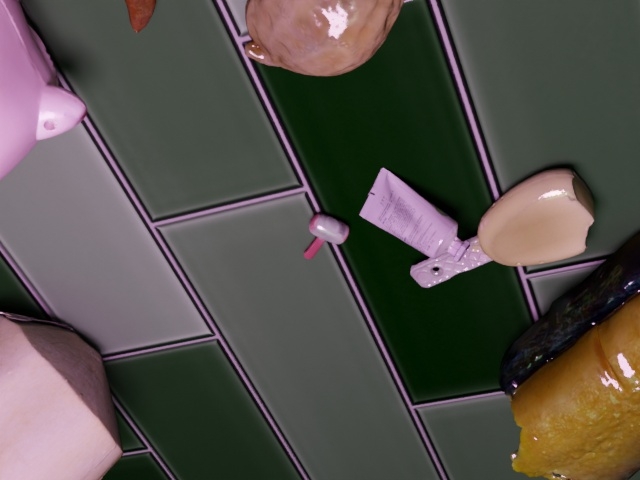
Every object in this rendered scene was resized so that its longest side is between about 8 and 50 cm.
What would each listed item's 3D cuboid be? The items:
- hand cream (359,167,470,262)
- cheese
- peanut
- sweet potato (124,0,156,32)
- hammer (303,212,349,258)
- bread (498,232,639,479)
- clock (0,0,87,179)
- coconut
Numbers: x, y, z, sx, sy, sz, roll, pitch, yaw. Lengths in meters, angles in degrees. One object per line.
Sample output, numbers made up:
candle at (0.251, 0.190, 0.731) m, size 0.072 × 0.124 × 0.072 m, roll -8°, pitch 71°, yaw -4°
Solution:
hand cream at (0.121, -0.023, 1.272) m, size 0.142 × 0.053 × 0.084 m, roll 35°, pitch 131°, yaw 12°
cheese at (0.228, 0.001, 1.291) m, size 0.255 × 0.050 × 0.127 m, roll -28°, pitch 125°, yaw 29°
peanut at (0.030, -0.264, 1.005) m, size 0.143 × 0.159 × 0.291 m, roll 8°, pitch 138°, yaw -36°
sweet potato at (-0.227, -0.321, 1.050) m, size 0.078 × 0.058 × 0.255 m, roll -4°, pitch 136°, yaw 32°
hammer at (0.000, 0.000, 1.329) m, size 0.053 × 0.031 × 0.083 m, roll 25°, pitch 136°, yaw -11°
bread at (0.404, 0.168, 1.328) m, size 0.251 × 0.208 × 0.376 m, roll 25°, pitch 126°, yaw -21°
clock at (-0.463, -0.193, 1.058) m, size 0.368 × 0.250 × 0.376 m, roll -26°, pitch 124°, yaw 26°
coconut at (-0.423, 0.256, 1.436) m, size 0.323 × 0.323 × 0.323 m, roll 3°, pitch 132°, yaw 4°
